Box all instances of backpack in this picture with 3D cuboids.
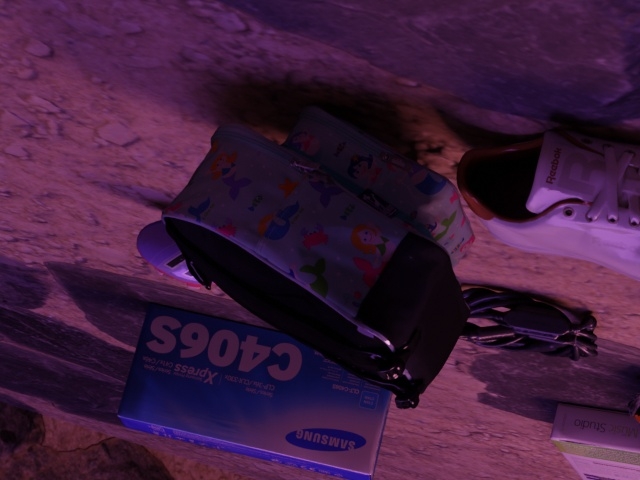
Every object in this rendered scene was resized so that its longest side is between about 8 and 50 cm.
[{"bbox_3d":[0.000,0.000,1.351,0.253,0.191,0.225,23,168,20],"label":"backpack"}]

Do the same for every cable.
[{"bbox_3d":[0.216,0.094,1.761,0.184,0.047,0.150,7,167,13],"label":"cable"}]

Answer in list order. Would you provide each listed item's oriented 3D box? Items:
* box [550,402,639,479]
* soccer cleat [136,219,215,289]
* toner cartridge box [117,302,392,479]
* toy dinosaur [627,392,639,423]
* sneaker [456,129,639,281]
[{"bbox_3d":[0.465,0.308,2.209,0.232,0.058,0.322,7,163,22],"label":"box"},{"bbox_3d":[-0.072,0.012,1.688,0.248,0.083,0.095,17,139,3],"label":"soccer cleat"},{"bbox_3d":[-0.082,0.204,2.131,0.348,0.165,0.075,12,163,6],"label":"toner cartridge box"},{"bbox_3d":[0.470,0.247,1.919,0.218,0.164,0.322,25,177,9],"label":"toy dinosaur"},{"bbox_3d":[0.235,-0.027,1.241,0.290,0.106,0.123,3,162,35],"label":"sneaker"}]
